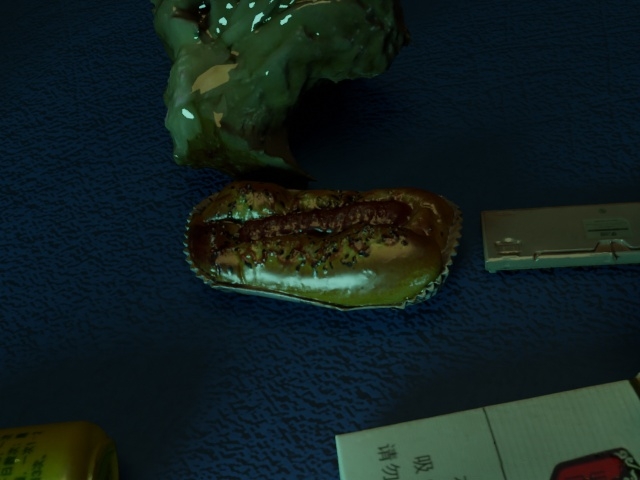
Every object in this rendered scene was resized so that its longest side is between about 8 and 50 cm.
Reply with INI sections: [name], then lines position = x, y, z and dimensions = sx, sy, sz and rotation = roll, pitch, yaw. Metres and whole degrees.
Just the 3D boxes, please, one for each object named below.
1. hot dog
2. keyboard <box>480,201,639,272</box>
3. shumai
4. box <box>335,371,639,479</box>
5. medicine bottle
[hot dog]
position = 0.000, 0.000, 0.641
dimensions = 0.191, 0.059, 0.108
rotation = 1, 45, 14
[keyboard]
position = 0.193, -0.002, 0.636
dimensions = 0.166, 0.017, 0.055
rotation = -3, 44, 7
[shumai]
position = -0.044, -0.132, 0.704
dimensions = 0.206, 0.166, 0.175
rotation = -7, 52, 37
[box]
position = 0.138, 0.145, 0.503
dimensions = 0.245, 0.035, 0.139
rotation = -11, 48, 1
[medicine bottle]
position = -0.248, 0.157, 0.537
dimensions = 0.261, 0.064, 0.095
rotation = -7, 46, 3
